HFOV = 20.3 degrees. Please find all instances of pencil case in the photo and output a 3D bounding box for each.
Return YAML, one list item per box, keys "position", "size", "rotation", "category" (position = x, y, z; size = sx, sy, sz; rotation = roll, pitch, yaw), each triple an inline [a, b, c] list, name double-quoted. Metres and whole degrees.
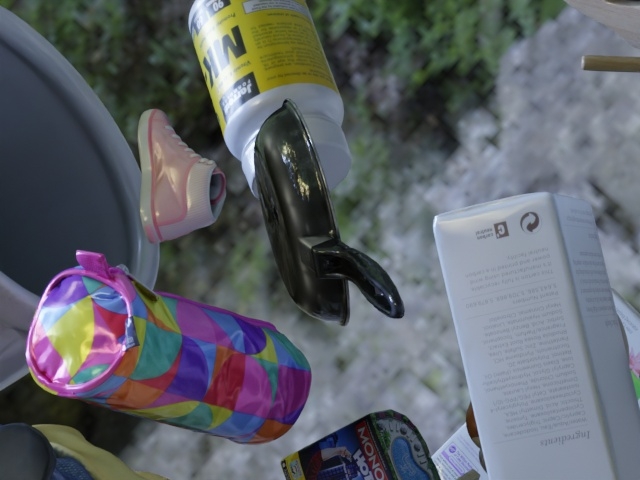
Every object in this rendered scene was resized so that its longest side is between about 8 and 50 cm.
- position: [-0.105, 0.084, 1.291]
  size: [0.104, 0.104, 0.236]
  rotation: [41, -171, 35]
  category: "pencil case"

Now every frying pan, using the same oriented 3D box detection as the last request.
- position: [0.002, 0.020, 1.450]
  size: [0.326, 0.053, 0.197]
  rotation: [-112, 12, -47]
  category: "frying pan"

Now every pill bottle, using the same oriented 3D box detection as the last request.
- position: [-0.046, -0.145, 1.703]
  size: [0.119, 0.119, 0.208]
  rotation: [40, -154, -56]
  category: "pill bottle"

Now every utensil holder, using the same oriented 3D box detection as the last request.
- position: [-0.391, 0.018, 1.553]
  size: [0.327, 0.385, 0.327]
  rotation: [44, -153, -30]
  category: "utensil holder"

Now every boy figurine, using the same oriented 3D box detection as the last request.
- position: [-0.153, 0.156, 1.045]
  size: [0.177, 0.092, 0.285]
  rotation: [24, 169, 21]
  category: "boy figurine"

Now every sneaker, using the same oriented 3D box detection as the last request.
- position: [-0.110, -0.058, 1.454]
  size: [0.051, 0.070, 0.134]
  rotation: [66, -166, -48]
  category: "sneaker"

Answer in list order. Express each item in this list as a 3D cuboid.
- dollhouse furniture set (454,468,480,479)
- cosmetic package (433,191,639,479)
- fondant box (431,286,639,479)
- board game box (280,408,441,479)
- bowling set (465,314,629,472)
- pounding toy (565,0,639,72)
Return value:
- position: [0.128, 0.351, 1.753]
  size: [0.129, 0.184, 0.129]
  rotation: [40, -142, 24]
  category: "dollhouse furniture set"
- position: [0.144, 0.090, 1.109]
  size: [0.117, 0.085, 0.231]
  rotation: [6, -108, -69]
  category: "cosmetic package"
- position: [0.327, 0.256, 2.216]
  size: [0.238, 0.330, 0.096]
  rotation: [48, -173, 26]
  category: "fondant box"
- position: [0.069, 0.232, 1.406]
  size: [0.194, 0.060, 0.194]
  rotation: [-33, 74, 52]
  category: "board game box"
- position: [0.181, 0.149, 1.405]
  size: [0.287, 0.200, 0.154]
  rotation: [16, 123, 47]
  category: "bowling set"
- position: [0.277, -0.244, 1.565]
  size: [0.269, 0.155, 0.154]
  rotation: [35, 135, 19]
  category: "pounding toy"
